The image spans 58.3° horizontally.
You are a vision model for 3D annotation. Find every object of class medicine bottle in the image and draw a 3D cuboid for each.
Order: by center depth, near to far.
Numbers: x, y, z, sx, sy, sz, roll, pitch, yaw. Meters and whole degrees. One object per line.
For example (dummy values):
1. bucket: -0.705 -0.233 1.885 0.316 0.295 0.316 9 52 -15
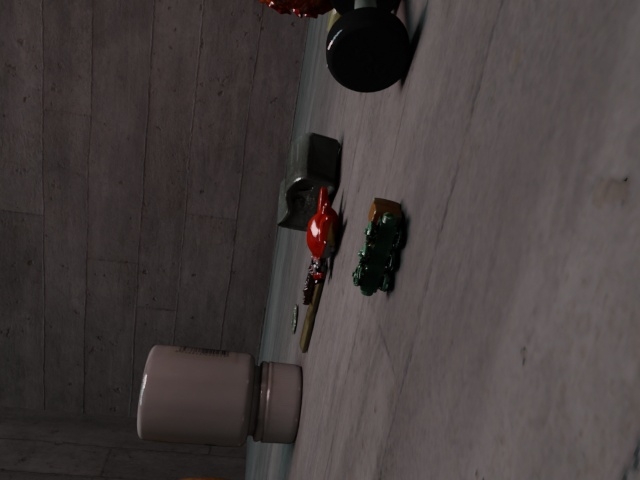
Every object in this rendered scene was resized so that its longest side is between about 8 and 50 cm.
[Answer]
1. medicine bottle: -0.221 0.354 1.293 0.208 0.339 0.208 -173 90 -82

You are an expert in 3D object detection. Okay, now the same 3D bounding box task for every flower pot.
1. flower pot: -0.027 -0.114 1.194 0.229 0.103 0.108 115 161 -63

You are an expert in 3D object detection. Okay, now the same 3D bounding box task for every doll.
1. doll: 0.000 0.000 1.041 0.109 0.057 0.169 -98 19 -55

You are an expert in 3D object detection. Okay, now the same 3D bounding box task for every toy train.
1. toy train: 0.061 0.010 0.627 0.064 0.044 0.103 -90 12 -62

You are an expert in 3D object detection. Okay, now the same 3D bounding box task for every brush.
1. brush: -0.025 0.136 1.192 0.043 0.036 0.248 -85 7 -53

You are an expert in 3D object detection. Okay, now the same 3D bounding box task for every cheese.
1. cheese: 0.034 -0.509 1.371 0.097 0.037 0.192 -93 14 -60

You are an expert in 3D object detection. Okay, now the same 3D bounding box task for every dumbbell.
1. dumbbell: 0.057 -0.282 0.720 0.100 0.100 0.191 106 168 -50

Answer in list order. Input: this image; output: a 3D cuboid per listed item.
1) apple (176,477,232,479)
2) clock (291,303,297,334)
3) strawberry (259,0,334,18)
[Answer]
1. apple: -0.282 0.721 1.258 0.346 0.391 0.391 -99 18 -61
2. clock: -0.071 0.217 1.567 0.074 0.010 0.083 -97 15 -61
3. strawberry: -0.009 -0.433 0.787 0.233 0.138 0.306 -45 -3 27
